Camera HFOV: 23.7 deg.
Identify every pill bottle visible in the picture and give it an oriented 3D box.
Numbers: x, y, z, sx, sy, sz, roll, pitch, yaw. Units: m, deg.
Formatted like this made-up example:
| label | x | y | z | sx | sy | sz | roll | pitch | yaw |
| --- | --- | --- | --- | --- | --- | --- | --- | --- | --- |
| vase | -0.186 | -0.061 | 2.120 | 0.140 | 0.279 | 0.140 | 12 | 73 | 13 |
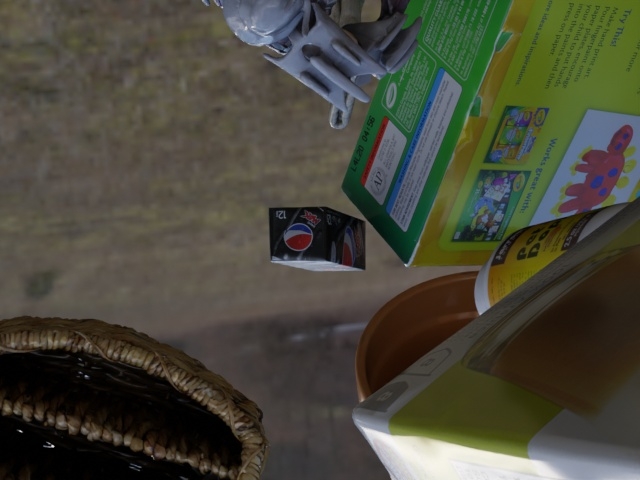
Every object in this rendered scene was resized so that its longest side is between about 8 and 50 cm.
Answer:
| label | x | y | z | sx | sy | sz | roll | pitch | yaw |
| --- | --- | --- | --- | --- | --- | --- | --- | --- | --- |
| pill bottle | 0.218 | 0.037 | 1.308 | 0.117 | 0.117 | 0.215 | -5 | 175 | -23 |

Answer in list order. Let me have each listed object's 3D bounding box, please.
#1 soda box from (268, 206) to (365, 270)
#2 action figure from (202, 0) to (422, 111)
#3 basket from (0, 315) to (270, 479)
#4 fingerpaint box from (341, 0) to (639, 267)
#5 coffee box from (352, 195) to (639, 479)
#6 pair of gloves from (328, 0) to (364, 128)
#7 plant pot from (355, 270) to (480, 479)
| label | x | y | z | sx | sy | sz | roll | pitch | yaw |
| --- | --- | --- | --- | --- | --- | --- | --- | --- | --- |
| soda box | 0.000 | 0.000 | 1.507 | 0.060 | 0.053 | 0.169 | -1 | 176 | 15 |
| action figure | -0.024 | -0.179 | 0.927 | 0.099 | 0.185 | 0.285 | -34 | -160 | 12 |
| basket | -0.201 | 0.193 | 1.335 | 0.299 | 0.213 | 0.223 | 19 | -172 | -2 |
| fingerpaint box | 0.270 | -0.199 | 1.569 | 0.371 | 0.444 | 0.163 | -1 | -145 | -32 |
| coffee box | 0.284 | 0.111 | 0.565 | 0.338 | 0.338 | 0.334 | -36 | -171 | -19 |
| pair of gloves | 0.038 | -0.248 | 1.382 | 0.042 | 0.240 | 0.204 | 4 | -144 | -8 |
| plant pot | 0.184 | 0.201 | 1.650 | 0.291 | 0.203 | 0.291 | -1 | -139 | 1 |
